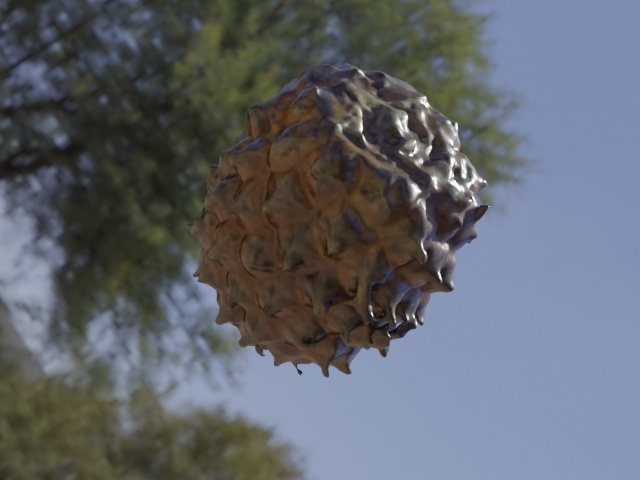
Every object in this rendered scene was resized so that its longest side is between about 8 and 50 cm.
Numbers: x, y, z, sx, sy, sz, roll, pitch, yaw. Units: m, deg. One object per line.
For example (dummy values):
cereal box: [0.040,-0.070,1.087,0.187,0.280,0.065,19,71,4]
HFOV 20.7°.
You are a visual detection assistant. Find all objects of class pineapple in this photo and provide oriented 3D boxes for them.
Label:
pineapple: [0.000,0.000,1.012,0.166,0.166,0.193,51,-49,17]
